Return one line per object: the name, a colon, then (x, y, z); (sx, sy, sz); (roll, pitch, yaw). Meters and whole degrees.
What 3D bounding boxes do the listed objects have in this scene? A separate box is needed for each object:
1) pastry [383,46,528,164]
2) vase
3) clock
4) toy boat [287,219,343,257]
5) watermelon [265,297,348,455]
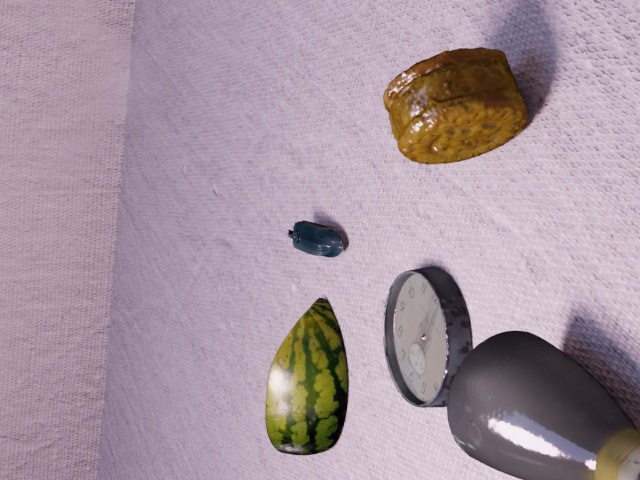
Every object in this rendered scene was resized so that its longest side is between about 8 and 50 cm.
pastry: (0.177, -0.172, 1.621); (0.189, 0.188, 0.103); (133, 127, -58)
vase: (0.303, 0.231, 1.432); (0.321, 0.173, 0.173); (27, 117, 56)
clock: (0.157, 0.147, 1.878); (0.215, 0.042, 0.215); (178, 90, -66)
toy boat: (0.000, 0.000, 2.201); (0.141, 0.060, 0.055); (17, 108, 57)
watermelon: (-0.005, 0.274, 2.226); (0.128, 0.159, 0.303); (15, 112, 25)
